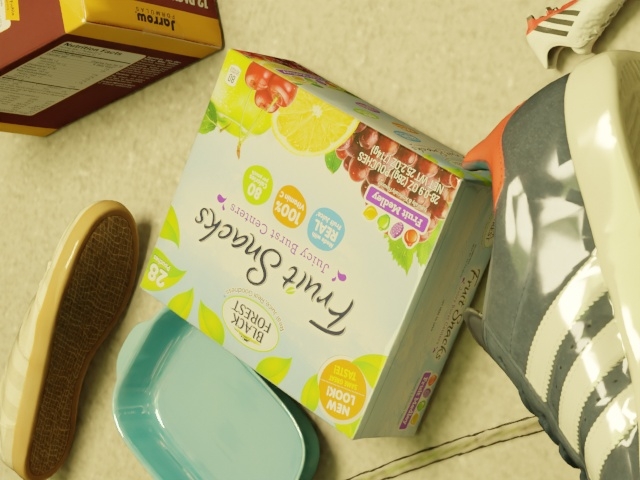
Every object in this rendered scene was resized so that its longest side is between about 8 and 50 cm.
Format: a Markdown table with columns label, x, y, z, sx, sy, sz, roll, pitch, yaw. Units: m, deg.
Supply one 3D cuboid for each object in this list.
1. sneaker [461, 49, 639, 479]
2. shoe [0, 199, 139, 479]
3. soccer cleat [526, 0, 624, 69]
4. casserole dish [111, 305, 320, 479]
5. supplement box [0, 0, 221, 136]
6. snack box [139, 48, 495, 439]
| label | x | y | z | sx | sy | sz | roll | pitch | yaw |
| --- | --- | --- | --- | --- | --- | --- | --- | --- | --- |
| sneaker | 0.157 | 0.082 | 0.926 | 0.148 | 0.131 | 0.350 | -24 | 67 | 43 |
| shoe | -0.191 | 0.066 | 1.236 | 0.058 | 0.076 | 0.219 | 30 | 108 | 31 |
| soccer cleat | 0.154 | -0.126 | 0.996 | 0.083 | 0.029 | 0.035 | -26 | 80 | 39 |
| casserole dish | -0.067 | 0.124 | 1.156 | 0.188 | 0.037 | 0.114 | 43 | 113 | 32 |
| supplement box | -0.194 | -0.198 | 1.220 | 0.194 | 0.129 | 0.191 | -20 | 74 | 37 |
| snack box | 0.000 | 0.000 | 1.086 | 0.207 | 0.070 | 0.174 | 34 | 108 | 37 |
